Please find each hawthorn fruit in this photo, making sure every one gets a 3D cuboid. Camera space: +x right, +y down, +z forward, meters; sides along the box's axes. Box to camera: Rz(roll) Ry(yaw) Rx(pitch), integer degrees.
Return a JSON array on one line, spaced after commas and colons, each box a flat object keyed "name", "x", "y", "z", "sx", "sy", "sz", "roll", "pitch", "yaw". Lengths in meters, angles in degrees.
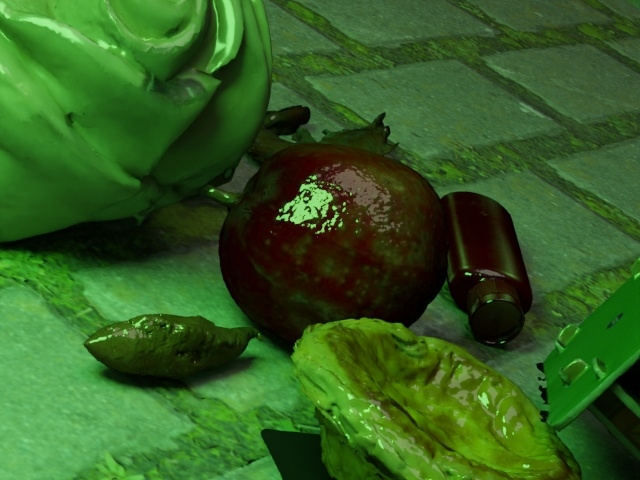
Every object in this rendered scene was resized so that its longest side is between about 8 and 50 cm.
[{"name": "hawthorn fruit", "x": 0.000, "y": 0.000, "z": 1.556, "sx": 0.249, "sy": 0.215, "sz": 0.215, "roll": 29, "pitch": 24, "yaw": -1}]

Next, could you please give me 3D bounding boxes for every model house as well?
[{"name": "model house", "x": 0.392, "y": 0.161, "z": 1.492, "sx": 0.313, "sy": 0.242, "sz": 0.357, "roll": 43, "pitch": 8, "yaw": 1}]

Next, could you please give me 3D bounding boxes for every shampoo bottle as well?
[{"name": "shampoo bottle", "x": 0.189, "y": 0.030, "z": 1.857, "sx": 0.102, "sy": 0.064, "sz": 0.260, "roll": 21, "pitch": 25, "yaw": -11}]

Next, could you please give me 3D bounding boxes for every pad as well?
[{"name": "pad", "x": 0.018, "y": 0.217, "z": 1.400, "sx": 0.112, "sy": 0.003, "sz": 0.157, "roll": 10, "pitch": 28, "yaw": -29}]

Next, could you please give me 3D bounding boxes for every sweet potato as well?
[{"name": "sweet potato", "x": -0.126, "y": 0.094, "z": 1.448, "sx": 0.206, "sy": 0.068, "sz": 0.060, "roll": 2, "pitch": 57, "yaw": -50}]

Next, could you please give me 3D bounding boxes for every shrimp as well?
[{"name": "shrimp", "x": -0.007, "y": -0.128, "z": 2.020, "sx": 0.173, "sy": 0.058, "sz": 0.253, "roll": 23, "pitch": 25, "yaw": 18}]

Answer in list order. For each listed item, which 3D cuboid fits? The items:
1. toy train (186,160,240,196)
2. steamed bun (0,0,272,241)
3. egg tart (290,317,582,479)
[{"name": "toy train", "x": -0.227, "y": -0.172, "z": 1.817, "sx": 0.326, "sy": 0.129, "sz": 0.159, "roll": 36, "pitch": 33, "yaw": 23}, {"name": "steamed bun", "x": -0.206, "y": -0.189, "z": 1.534, "sx": 0.367, "sy": 0.255, "sz": 0.342, "roll": -12, "pitch": 84, "yaw": -37}, {"name": "egg tart", "x": 0.093, "y": 0.181, "z": 1.396, "sx": 0.294, "sy": 0.116, "sz": 0.295, "roll": 28, "pitch": 16, "yaw": -9}]
